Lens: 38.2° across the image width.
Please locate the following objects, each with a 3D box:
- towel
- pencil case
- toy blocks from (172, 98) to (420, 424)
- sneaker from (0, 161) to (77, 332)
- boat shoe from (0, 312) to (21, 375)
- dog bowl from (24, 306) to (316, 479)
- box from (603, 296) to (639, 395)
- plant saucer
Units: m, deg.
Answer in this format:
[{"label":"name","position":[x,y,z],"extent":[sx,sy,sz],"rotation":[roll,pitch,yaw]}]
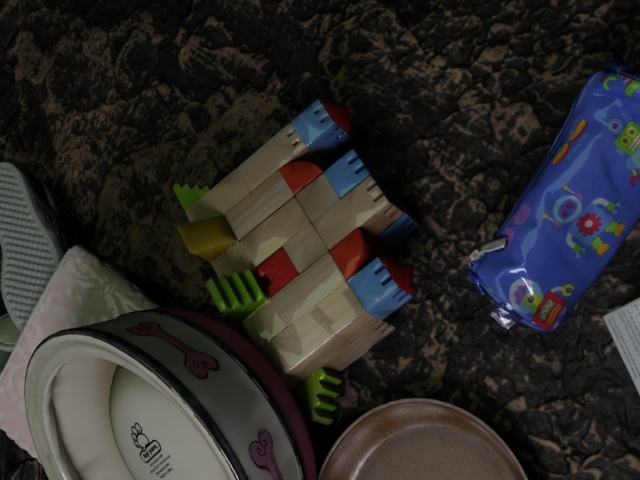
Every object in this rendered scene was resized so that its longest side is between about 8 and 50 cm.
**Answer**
[{"label":"towel","position":[-0.320,0.222,1.389],"extent":[0.332,0.053,0.317],"rotation":[34,102,17]},{"label":"pencil case","position":[0.275,-0.046,0.997],"extent":[0.306,0.133,0.119],"rotation":[-58,20,11]},{"label":"toy blocks","position":[0.000,0.000,1.189],"extent":[0.261,0.191,0.381],"rotation":[-38,59,12]},{"label":"sneaker","position":[-0.467,0.021,1.560],"extent":[0.126,0.127,0.321],"rotation":[-26,68,13]},{"label":"boat shoe","position":[-0.524,0.187,1.600],"extent":[0.319,0.099,0.116],"rotation":[-16,33,22]},{"label":"dog bowl","position":[-0.180,0.263,1.155],"extent":[0.408,0.150,0.408],"rotation":[20,125,32]},{"label":"box","position":[0.376,0.103,0.919],"extent":[0.137,0.072,0.126],"rotation":[-33,61,28]},{"label":"plant saucer","position":[0.122,0.341,1.076],"extent":[0.310,0.050,0.311],"rotation":[-9,75,36]}]
